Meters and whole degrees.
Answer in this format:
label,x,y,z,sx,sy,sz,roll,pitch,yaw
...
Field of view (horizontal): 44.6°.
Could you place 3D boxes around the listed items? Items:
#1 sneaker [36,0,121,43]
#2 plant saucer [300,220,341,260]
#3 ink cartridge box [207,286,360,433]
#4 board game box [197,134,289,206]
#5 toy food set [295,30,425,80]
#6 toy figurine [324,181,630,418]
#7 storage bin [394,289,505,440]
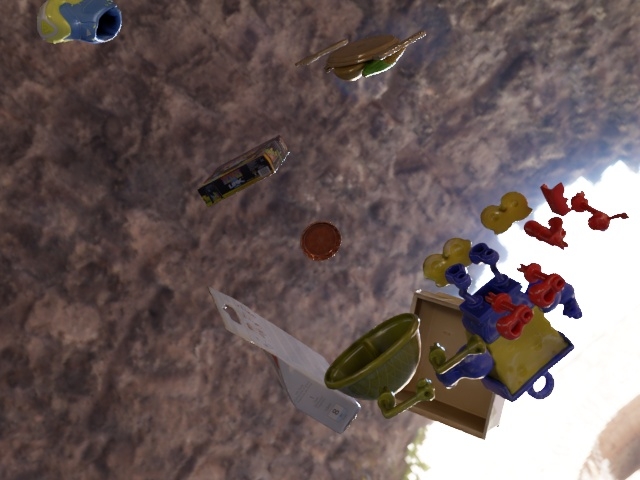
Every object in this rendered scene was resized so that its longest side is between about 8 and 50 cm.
label,x,y,z,sx,sy,sz,roll,pitch,yaw
sneaker,-0.403,-0.404,1.396,0.126,0.240,0.091,13,-52,1
plant saucer,0.000,0.000,1.556,0.083,0.013,0.084,-5,-69,-13
ink cartridge box,-0.114,0.280,1.862,0.385,0.308,0.091,34,-87,-22
board game box,-0.160,-0.148,1.641,0.170,0.048,0.141,-25,18,20
toy food set,0.066,-0.285,1.222,0.132,0.192,0.039,-34,-62,-32
toy figurine,0.211,0.129,0.892,0.362,0.191,0.217,-40,-64,-12
storage bin,0.296,0.264,1.744,0.123,0.260,0.263,1,-77,-59
